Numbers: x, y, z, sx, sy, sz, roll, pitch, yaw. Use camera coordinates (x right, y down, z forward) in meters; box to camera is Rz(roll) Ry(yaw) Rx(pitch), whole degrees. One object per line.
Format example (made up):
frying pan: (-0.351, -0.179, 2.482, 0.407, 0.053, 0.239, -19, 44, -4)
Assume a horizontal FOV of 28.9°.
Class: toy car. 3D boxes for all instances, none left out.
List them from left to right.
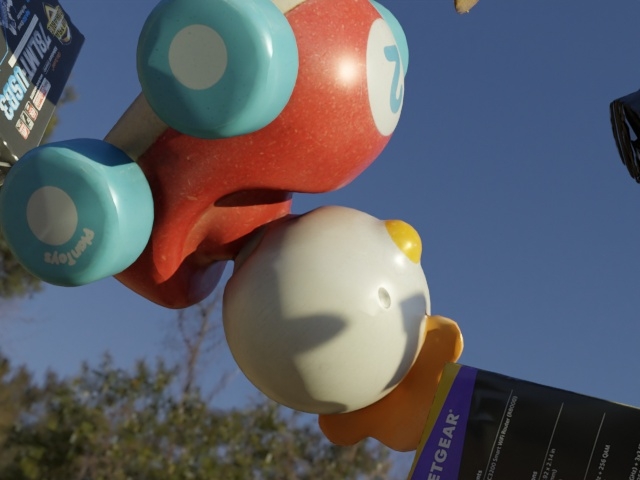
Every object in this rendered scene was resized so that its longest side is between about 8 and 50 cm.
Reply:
toy car: (0.000, 0.000, 0.668, 0.210, 0.219, 0.238, -43, -97, 21)

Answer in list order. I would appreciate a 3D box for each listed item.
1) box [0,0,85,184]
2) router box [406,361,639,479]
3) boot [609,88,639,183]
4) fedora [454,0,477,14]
box: (-0.343, -0.227, 1.110, 0.073, 0.296, 0.293, -24, -61, 16)
router box: (0.212, 0.166, 0.633, 0.242, 0.081, 0.309, 11, -16, 31)
boot: (0.153, -0.034, 0.374, 0.099, 0.121, 0.045, -21, -63, -1)
fedora: (0.117, -0.283, 1.024, 0.079, 0.194, 0.194, 20, -28, 11)
